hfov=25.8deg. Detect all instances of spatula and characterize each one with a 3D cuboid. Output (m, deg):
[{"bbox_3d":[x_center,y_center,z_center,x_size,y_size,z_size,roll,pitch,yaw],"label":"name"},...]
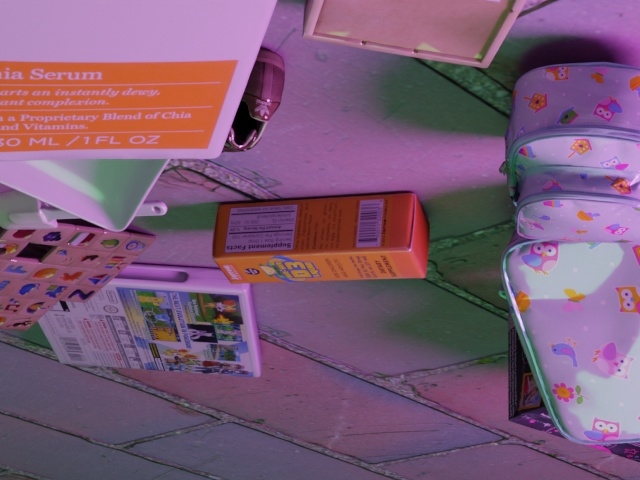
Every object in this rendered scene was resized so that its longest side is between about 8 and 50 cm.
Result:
[{"bbox_3d":[-0.277,-0.074,1.437,0.242,0.019,0.168,-3,128,28],"label":"spatula"}]

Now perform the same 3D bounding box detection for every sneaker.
[{"bbox_3d":[-0.090,-0.113,1.334,0.066,0.071,0.188,13,154,-18],"label":"sneaker"}]

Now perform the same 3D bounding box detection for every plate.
[{"bbox_3d":[-0.263,-0.136,1.286,0.278,0.045,0.277,25,144,-13],"label":"plate"}]

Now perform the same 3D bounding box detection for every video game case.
[{"bbox_3d":[-0.236,0.109,1.899,0.300,0.036,0.329,4,155,3],"label":"video game case"}]

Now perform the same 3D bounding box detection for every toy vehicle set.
[{"bbox_3d":[0.090,-0.228,1.090,0.166,0.035,0.267,9,155,-8],"label":"toy vehicle set"}]

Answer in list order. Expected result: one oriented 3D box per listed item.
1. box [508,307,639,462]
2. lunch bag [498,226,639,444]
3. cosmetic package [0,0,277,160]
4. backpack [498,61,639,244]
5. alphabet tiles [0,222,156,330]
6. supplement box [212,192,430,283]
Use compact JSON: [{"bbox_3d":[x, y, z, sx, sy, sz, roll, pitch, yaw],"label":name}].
[{"bbox_3d":[0.373,0.164,1.750,0.247,0.163,0.142,21,149,-29],"label":"box"},{"bbox_3d":[0.318,0.081,1.502,0.224,0.108,0.279,-10,111,28],"label":"lunch bag"},{"bbox_3d":[-0.140,-0.228,0.895,0.230,0.161,0.453,-2,153,-17],"label":"cosmetic package"},{"bbox_3d":[0.247,-0.078,1.268,0.166,0.144,0.188,5,153,12],"label":"backpack"},{"bbox_3d":[-0.342,0.047,1.676,0.198,0.009,0.237,8,143,-45],"label":"alphabet tiles"},{"bbox_3d":[0.000,0.000,1.563,0.233,0.080,0.078,-1,153,18],"label":"supplement box"}]
